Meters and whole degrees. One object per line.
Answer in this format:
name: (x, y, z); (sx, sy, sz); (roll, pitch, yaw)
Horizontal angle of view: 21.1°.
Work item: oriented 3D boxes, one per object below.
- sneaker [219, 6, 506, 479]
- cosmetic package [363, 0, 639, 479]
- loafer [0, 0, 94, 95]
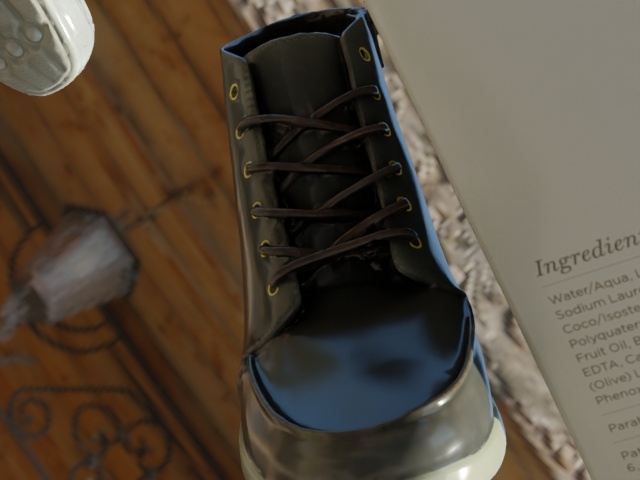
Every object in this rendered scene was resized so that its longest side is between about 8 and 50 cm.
sneaker: (0.000, 0.000, 0.555); (0.083, 0.222, 0.118); (-14, -70, -1)
cosmetic package: (0.102, -0.093, 0.551); (0.155, 0.197, 0.366); (-19, -65, 16)
loafer: (-0.243, -0.234, 1.054); (0.112, 0.111, 0.319); (-27, -74, 37)
